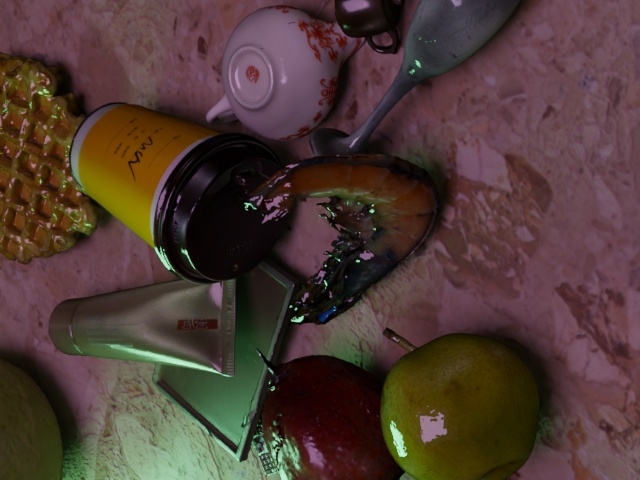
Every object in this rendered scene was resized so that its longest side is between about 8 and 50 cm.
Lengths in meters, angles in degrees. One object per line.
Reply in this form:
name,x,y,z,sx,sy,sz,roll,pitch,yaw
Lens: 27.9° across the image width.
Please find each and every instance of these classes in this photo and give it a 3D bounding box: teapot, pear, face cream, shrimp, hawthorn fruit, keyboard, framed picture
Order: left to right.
face cream,-0.234,0.113,1.740,0.341,0.084,0.137,-5,81,42
framed picture,-0.134,0.126,1.706,0.209,0.019,0.281,37,120,34
keyboard,-0.084,0.231,1.711,0.055,0.017,0.166,-26,85,38
teapot,-0.059,-0.195,1.547,0.245,0.116,0.159,-21,99,44
shrimp,0.000,0.000,1.489,0.290,0.222,0.054,-54,34,38
hawthorn fruit,0.005,0.213,1.540,0.181,0.181,0.235,-42,80,36
teapot,0.063,-0.262,1.453,0.068,0.076,0.121,-1,127,26
pear,0.145,0.173,1.441,0.180,0.166,0.216,-35,54,6

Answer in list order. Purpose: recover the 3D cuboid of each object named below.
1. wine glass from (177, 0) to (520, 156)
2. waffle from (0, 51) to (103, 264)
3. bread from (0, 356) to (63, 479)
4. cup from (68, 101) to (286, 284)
wine glass,0.041,-0.209,1.367,0.309,0.264,0.096,-51,43,33
waffle,-0.432,-0.120,1.858,0.325,0.068,0.302,-20,89,36
bread,-0.533,0.324,1.943,0.320,0.237,0.320,22,128,31
cup,-0.184,-0.070,1.616,0.280,0.196,0.196,27,116,38
